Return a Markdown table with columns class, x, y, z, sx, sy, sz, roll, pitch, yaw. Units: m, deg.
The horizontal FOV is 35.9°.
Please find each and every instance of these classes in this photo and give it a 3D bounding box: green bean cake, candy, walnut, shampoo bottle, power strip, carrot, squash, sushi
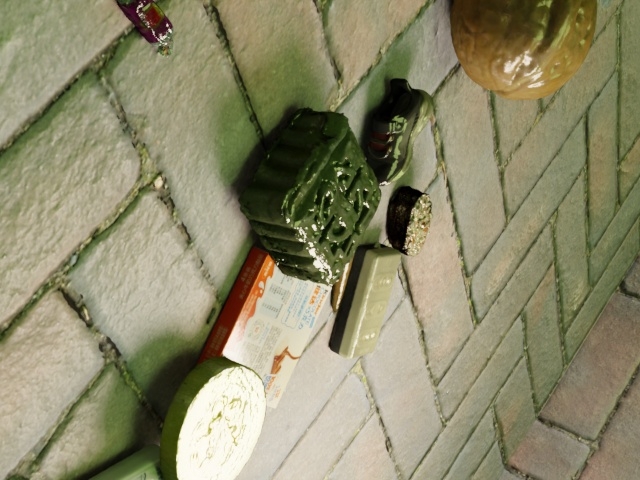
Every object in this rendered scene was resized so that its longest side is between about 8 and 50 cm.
| class | x | y | z | sx | sy | sz | roll | pitch | yaw |
| --- | --- | --- | --- | --- | --- | --- | --- | --- | --- |
| green bean cake | -0.011 | -0.079 | 1.745 | 0.241 | 0.132 | 0.255 | -58 | 144 | -26 |
| candy | -0.241 | -0.312 | 1.356 | 0.045 | 0.043 | 0.175 | -50 | 147 | -7 |
| walnut | 0.419 | -0.459 | 2.033 | 0.332 | 0.332 | 0.333 | -35 | 136 | -41 |
| shampoo bottle | -0.392 | 0.463 | 1.603 | 0.359 | 0.078 | 0.134 | -25 | 131 | -48 |
| power strip | 0.098 | 0.126 | 2.130 | 0.105 | 0.070 | 0.257 | -8 | 116 | -55 |
| carrot | 0.049 | 0.042 | 2.027 | 0.049 | 0.049 | 0.255 | -25 | 134 | -47 |
| squash | -0.187 | 0.331 | 1.732 | 0.252 | 0.048 | 0.252 | -33 | 131 | -50 |
| sushi | 0.195 | -0.039 | 2.157 | 0.090 | 0.078 | 0.151 | -26 | 132 | -46 |

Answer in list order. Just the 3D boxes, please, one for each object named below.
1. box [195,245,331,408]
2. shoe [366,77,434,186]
| class | x | y | z | sx | sy | sz | roll | pitch | yaw |
| --- | --- | --- | --- | --- | --- | --- | --- | --- | --- |
| box | -0.105 | 0.172 | 1.872 | 0.265 | 0.048 | 0.274 | 33 | 80 | -57 |
| shoe | 0.138 | -0.220 | 1.949 | 0.112 | 0.099 | 0.228 | 45 | 67 | -49 |
